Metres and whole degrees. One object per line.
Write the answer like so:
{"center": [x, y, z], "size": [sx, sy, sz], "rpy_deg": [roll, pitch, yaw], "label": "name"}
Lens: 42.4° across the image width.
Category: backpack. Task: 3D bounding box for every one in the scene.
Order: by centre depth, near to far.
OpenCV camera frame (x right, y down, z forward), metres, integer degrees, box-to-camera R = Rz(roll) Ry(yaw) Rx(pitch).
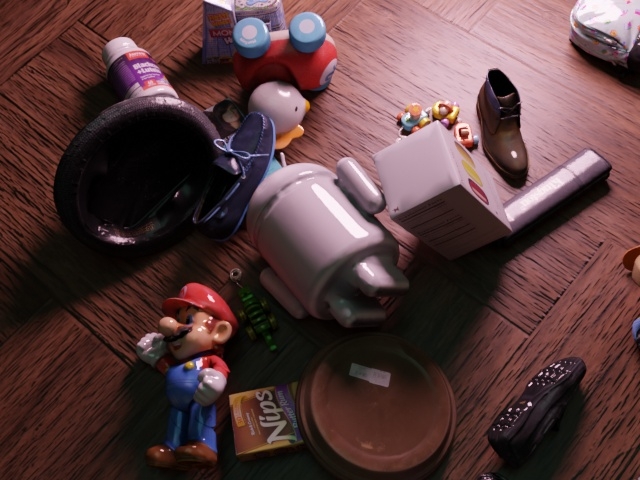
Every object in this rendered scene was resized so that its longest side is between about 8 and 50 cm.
{"center": [0.602, -0.437, 1.687], "size": [0.182, 0.115, 0.152], "rpy_deg": [31, 72, 23], "label": "backpack"}

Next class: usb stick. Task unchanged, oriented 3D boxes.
{"center": [0.426, -0.082, 1.559], "size": [0.278, 0.045, 0.077], "rpy_deg": [-33, 63, -10], "label": "usb stick"}

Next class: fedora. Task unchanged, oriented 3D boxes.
{"center": [-0.356, -0.136, 1.586], "size": [0.334, 0.334, 0.152], "rpy_deg": [-35, 34, -12], "label": "fedora"}

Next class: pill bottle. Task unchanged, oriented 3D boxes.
{"center": [-0.389, -0.340, 1.751], "size": [0.108, 0.108, 0.193], "rpy_deg": [-31, 64, -10], "label": "pill bottle"}

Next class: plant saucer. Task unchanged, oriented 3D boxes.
{"center": [0.097, 0.275, 1.376], "size": [0.278, 0.041, 0.277], "rpy_deg": [4, 60, -7], "label": "plant saucer"}

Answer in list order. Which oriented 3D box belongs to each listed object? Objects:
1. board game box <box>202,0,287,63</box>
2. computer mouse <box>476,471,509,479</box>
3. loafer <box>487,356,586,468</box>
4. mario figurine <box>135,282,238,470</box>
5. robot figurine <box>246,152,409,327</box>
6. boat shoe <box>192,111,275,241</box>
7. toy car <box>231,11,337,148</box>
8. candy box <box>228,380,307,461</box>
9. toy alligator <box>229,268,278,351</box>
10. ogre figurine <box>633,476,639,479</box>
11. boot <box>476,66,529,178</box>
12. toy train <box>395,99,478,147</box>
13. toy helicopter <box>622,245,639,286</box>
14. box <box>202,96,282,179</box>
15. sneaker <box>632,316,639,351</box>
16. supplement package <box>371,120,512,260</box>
{"center": [-0.175, -0.461, 1.742], "size": [0.194, 0.194, 0.060], "rpy_deg": [-2, 62, 6], "label": "board game box"}
{"center": [0.279, 0.509, 1.257], "size": [0.188, 0.072, 0.272], "rpy_deg": [22, 56, 23], "label": "computer mouse"}
{"center": [0.368, 0.281, 1.368], "size": [0.223, 0.076, 0.078], "rpy_deg": [-41, 101, -22], "label": "loafer"}
{"center": [-0.244, 0.221, 1.409], "size": [0.198, 0.170, 0.320], "rpy_deg": [-2, 64, 8], "label": "mario figurine"}
{"center": [0.000, 0.000, 1.471], "size": [0.300, 0.200, 0.353], "rpy_deg": [-52, 58, 19], "label": "robot figurine"}
{"center": [-0.159, -0.126, 1.540], "size": [0.109, 0.089, 0.258], "rpy_deg": [9, 78, 40], "label": "boat shoe"}
{"center": [-0.067, -0.292, 1.645], "size": [0.210, 0.219, 0.238], "rpy_deg": [-5, 76, 3], "label": "toy car"}
{"center": [-0.057, 0.304, 1.408], "size": [0.187, 0.053, 0.109], "rpy_deg": [-12, 62, 1], "label": "candy box"}
{"center": [-0.128, 0.118, 1.513], "size": [0.056, 0.051, 0.189], "rpy_deg": [-26, 63, -8], "label": "toy alligator"}
{"center": [0.564, 0.396, 1.271], "size": [0.197, 0.097, 0.118], "rpy_deg": [-26, 80, 9], "label": "ogre figurine"}
{"center": [0.355, -0.232, 1.611], "size": [0.082, 0.106, 0.219], "rpy_deg": [-15, 62, -1], "label": "boot"}
{"center": [0.233, -0.233, 1.660], "size": [0.166, 0.046, 0.125], "rpy_deg": [0, 62, 6], "label": "toy train"}
{"center": [0.692, 0.042, 1.415], "size": [0.355, 0.140, 0.235], "rpy_deg": [-8, 25, -19], "label": "toy helicopter"}
{"center": [-0.161, -0.172, 1.664], "size": [0.100, 0.060, 0.244], "rpy_deg": [-32, 64, -10], "label": "box"}
{"center": [0.629, 0.169, 1.401], "size": [0.188, 0.067, 0.078], "rpy_deg": [1, 76, 9], "label": "sneaker"}
{"center": [0.218, -0.080, 1.452], "size": [0.134, 0.244, 0.139], "rpy_deg": [-27, 60, 23], "label": "supplement package"}
